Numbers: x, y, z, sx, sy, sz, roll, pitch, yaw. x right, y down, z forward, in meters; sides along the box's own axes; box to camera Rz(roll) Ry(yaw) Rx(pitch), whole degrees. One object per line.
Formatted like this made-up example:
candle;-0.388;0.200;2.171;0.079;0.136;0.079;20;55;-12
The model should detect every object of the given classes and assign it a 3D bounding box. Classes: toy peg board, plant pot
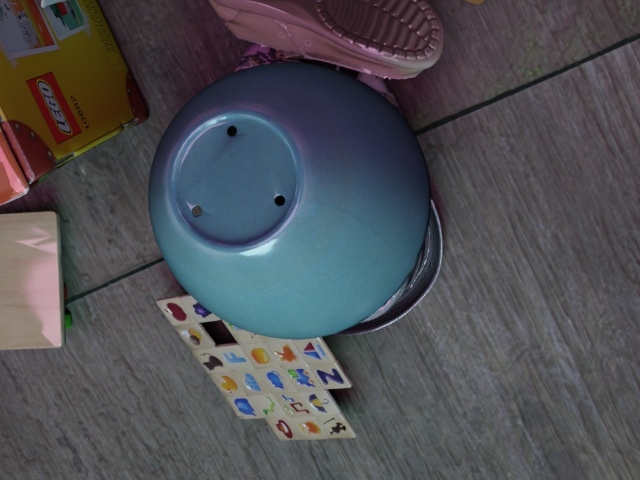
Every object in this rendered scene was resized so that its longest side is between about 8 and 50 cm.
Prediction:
toy peg board;-0.379;0.049;1.424;0.161;0.079;0.160;-3;89;9
plant pot;-0.052;-0.046;1.152;0.290;0.195;0.290;-1;86;16

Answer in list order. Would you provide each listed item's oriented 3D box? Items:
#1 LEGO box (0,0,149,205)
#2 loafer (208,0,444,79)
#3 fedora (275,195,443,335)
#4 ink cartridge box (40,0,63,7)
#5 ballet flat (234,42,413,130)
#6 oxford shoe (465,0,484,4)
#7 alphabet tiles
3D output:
LEGO box;-0.405;-0.279;1.171;0.193;0.372;0.500;-22;101;14
loafer;0.004;-0.236;1.246;0.269;0.092;0.102;23;67;12
fedora;0.000;0.000;1.314;0.275;0.124;0.243;33;107;-1
ink cartridge box;-0.144;-0.381;1.187;0.119;0.207;0.353;26;110;-1
ballet flat;0.015;-0.169;1.293;0.222;0.077;0.079;23;74;7
oxford shoe;0.205;-0.342;1.227;0.076;0.076;0.212;29;108;-32
alphabet tiles;-0.059;0.146;1.359;0.198;0.009;0.237;-10;123;38
